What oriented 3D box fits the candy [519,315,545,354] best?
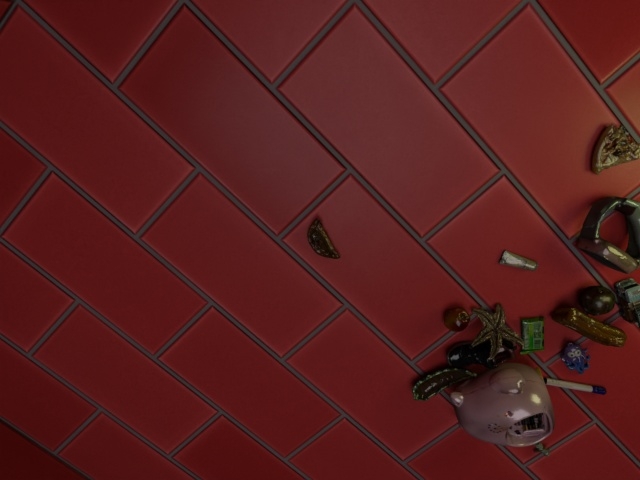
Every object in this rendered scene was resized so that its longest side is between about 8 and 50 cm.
[{"bbox_3d":[0.880,0.394,1.880,0.102,0.032,0.178,-8,111,9],"label":"candy"}]

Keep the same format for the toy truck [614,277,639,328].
[{"bbox_3d":[1.229,0.248,1.770,0.080,0.115,0.178,-22,106,10],"label":"toy truck"}]

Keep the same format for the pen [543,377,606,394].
[{"bbox_3d":[1.098,0.630,1.959,0.269,0.033,0.033,10,110,-2],"label":"pen"}]

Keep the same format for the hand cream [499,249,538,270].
[{"bbox_3d":[0.777,0.083,1.768,0.143,0.039,0.061,16,112,1],"label":"hand cream"}]

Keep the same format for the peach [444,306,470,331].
[{"bbox_3d":[0.550,0.320,1.835,0.101,0.101,0.101,1,110,2],"label":"peach"}]

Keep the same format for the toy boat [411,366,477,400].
[{"bbox_3d":[0.524,0.597,1.936,0.293,0.099,0.108,-31,108,20],"label":"toy boat"}]

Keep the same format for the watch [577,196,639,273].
[{"bbox_3d":[1.092,-0.035,1.667,0.253,0.162,0.241,30,96,-12],"label":"watch"}]

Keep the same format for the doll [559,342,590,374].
[{"bbox_3d":[1.071,0.494,1.895,0.110,0.067,0.206,-26,118,20],"label":"doll"}]

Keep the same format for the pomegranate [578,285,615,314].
[{"bbox_3d":[1.081,0.240,1.768,0.130,0.130,0.130,1,110,2],"label":"pomegranate"}]

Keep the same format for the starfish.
[{"bbox_3d":[0.697,0.364,1.806,0.240,0.043,0.227,31,81,20],"label":"starfish"}]

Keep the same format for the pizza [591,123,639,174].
[{"bbox_3d":[1.071,-0.313,1.603,0.195,0.052,0.185,6,113,0],"label":"pizza"}]

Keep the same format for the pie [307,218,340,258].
[{"bbox_3d":[-0.001,0.002,1.765,0.088,0.033,0.191,-22,114,18],"label":"pie"}]

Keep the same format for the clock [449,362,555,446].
[{"bbox_3d":[0.742,0.689,1.851,0.376,0.250,0.368,-15,126,13],"label":"clock"}]

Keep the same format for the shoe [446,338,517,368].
[{"bbox_3d":[0.669,0.475,1.861,0.291,0.137,0.114,-19,108,10],"label":"shoe"}]

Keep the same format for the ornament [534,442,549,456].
[{"bbox_3d":[1.015,0.959,2.079,0.068,0.041,0.092,-6,124,28],"label":"ornament"}]

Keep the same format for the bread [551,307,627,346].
[{"bbox_3d":[1.069,0.344,1.808,0.271,0.139,0.077,24,79,-4],"label":"bread"}]
